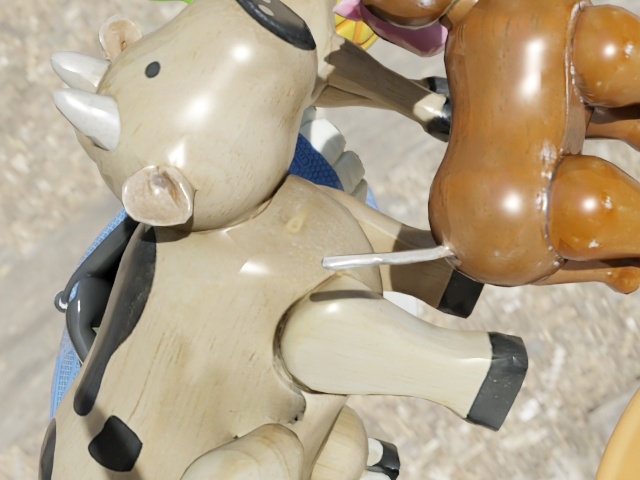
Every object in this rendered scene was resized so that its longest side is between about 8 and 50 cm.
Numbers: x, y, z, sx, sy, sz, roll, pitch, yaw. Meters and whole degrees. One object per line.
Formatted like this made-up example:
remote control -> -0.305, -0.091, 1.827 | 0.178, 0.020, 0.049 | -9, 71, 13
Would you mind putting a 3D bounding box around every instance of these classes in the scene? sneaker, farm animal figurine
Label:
sneaker -> -0.103, 0.044, 1.089 | 0.130, 0.330, 0.147 | 44, 49, 9
farm animal figurine -> -0.020, -0.009, 0.653 | 0.330, 0.172, 0.326 | -127, 52, -72

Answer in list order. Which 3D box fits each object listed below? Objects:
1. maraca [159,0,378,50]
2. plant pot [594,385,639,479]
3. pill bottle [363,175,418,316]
maraca -> -0.031, -0.168, 1.209 | 0.127, 0.186, 0.099 | -45, 43, 28
plant pot -> 0.300, 0.171, 0.911 | 0.291, 0.203, 0.290 | 0, 91, 53
pill bottle -> 0.000, 0.000, 1.700 | 0.124, 0.124, 0.221 | -27, 46, 7
